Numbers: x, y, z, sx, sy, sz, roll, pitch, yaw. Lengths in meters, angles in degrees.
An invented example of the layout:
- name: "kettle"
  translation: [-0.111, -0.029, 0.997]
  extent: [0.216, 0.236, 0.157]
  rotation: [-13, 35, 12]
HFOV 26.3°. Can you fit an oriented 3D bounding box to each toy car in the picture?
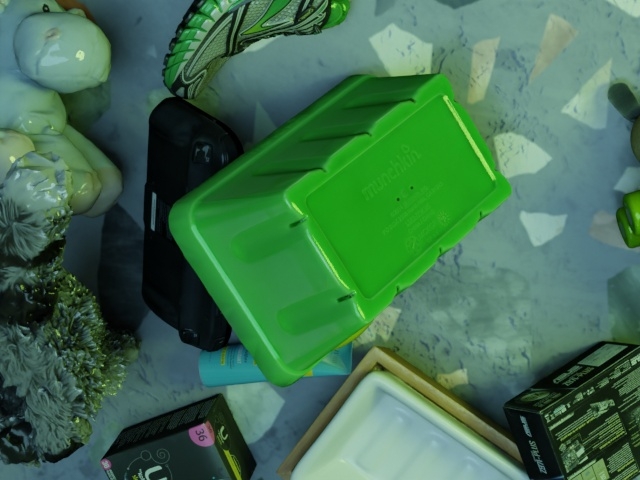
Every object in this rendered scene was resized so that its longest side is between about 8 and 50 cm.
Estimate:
- name: "toy car"
  translation: [0.410, -0.108, 1.606]
  extent: [0.155, 0.149, 0.188]
  rotation: [-17, 78, 3]

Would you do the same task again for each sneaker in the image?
- name: "sneaker"
  translation: [-0.056, -0.278, 1.619]
  extent: [0.343, 0.134, 0.146]
  rotation: [-40, 105, 23]

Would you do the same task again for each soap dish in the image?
- name: "soap dish"
  translation: [0.126, 0.292, 1.772]
  extent: [0.291, 0.118, 0.229]
  rotation: [35, 110, -1]

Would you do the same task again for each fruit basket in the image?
- name: "fruit basket"
  translation: [0.000, 0.000, 1.619]
  extent: [0.392, 0.392, 0.283]
  rotation: [-29, 100, 18]

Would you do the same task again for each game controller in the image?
- name: "game controller"
  translation: [-0.163, -0.017, 1.707]
  extent: [0.166, 0.067, 0.319]
  rotation: [40, 134, 43]

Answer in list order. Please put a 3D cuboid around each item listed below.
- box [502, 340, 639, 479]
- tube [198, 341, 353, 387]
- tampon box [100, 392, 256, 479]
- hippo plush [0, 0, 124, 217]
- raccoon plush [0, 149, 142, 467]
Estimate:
- name: "box"
  translation: [0.334, 0.229, 1.683]
  extent: [0.180, 0.077, 0.147]
  rotation: [-29, 104, -26]
- name: "tube"
  translation: [-0.055, 0.157, 1.792]
  extent: [0.207, 0.080, 0.052]
  rotation: [-8, 137, 16]
- name: "tampon box"
  translation: [-0.189, 0.300, 1.843]
  extent: [0.161, 0.101, 0.120]
  rotation: [-22, 103, 16]
- name: "hippo plush"
  translation: [-0.338, -0.176, 1.697]
  extent: [0.294, 0.234, 0.236]
  rotation: [25, 94, 46]
- name: "raccoon plush"
  translation: [-0.297, 0.071, 1.673]
  extent: [0.216, 0.299, 0.446]
  rotation: [30, 117, 2]
